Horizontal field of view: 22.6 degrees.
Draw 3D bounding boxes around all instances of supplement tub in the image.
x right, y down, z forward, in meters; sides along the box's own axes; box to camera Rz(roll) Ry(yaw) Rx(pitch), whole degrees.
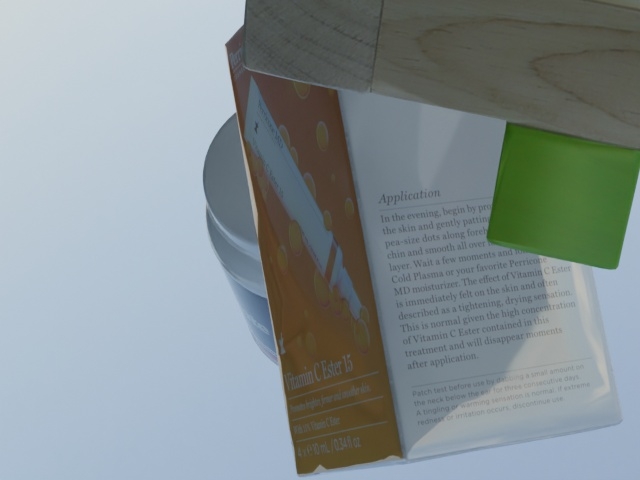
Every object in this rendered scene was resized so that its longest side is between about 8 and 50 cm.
[{"bbox_3d":[0.000,0.000,1.495,0.191,0.272,0.191,-4,-120,8],"label":"supplement tub"}]

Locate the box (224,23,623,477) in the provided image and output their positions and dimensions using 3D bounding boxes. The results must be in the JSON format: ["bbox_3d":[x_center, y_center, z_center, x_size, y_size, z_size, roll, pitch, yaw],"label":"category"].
[{"bbox_3d":[0.064,-0.016,1.153,0.168,0.345,0.215,-7,171,-21],"label":"box"}]

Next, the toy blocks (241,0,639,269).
[{"bbox_3d":[0.146,-0.128,0.625,0.261,0.381,0.191,-61,161,-60],"label":"toy blocks"}]
